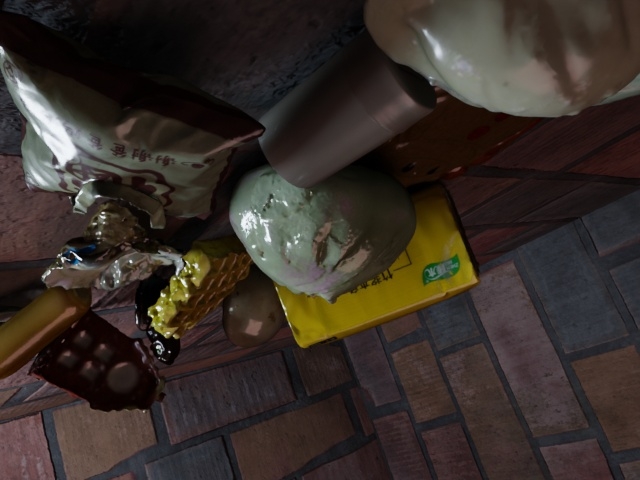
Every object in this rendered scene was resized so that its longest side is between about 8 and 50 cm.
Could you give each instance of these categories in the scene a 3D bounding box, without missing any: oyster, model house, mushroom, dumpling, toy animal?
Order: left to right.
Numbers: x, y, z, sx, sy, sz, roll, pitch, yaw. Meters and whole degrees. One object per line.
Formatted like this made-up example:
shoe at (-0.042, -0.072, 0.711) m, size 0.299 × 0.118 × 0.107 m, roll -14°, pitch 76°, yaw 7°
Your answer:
oyster at (-0.318, 0.024, 0.800) m, size 0.223 × 0.083 × 0.214 m, roll -18°, pitch 162°, yaw 11°
model house at (-0.418, 0.259, 1.067) m, size 0.160 × 0.254 × 0.196 m, roll -62°, pitch -167°, yaw -22°
toy animal at (-0.293, 0.146, 1.054) m, size 0.116 × 0.179 × 0.218 m, roll -20°, pitch 159°, yaw 0°
mushroom at (-0.178, 0.127, 1.181) m, size 0.215 × 0.207 × 0.207 m, roll 11°, pitch 172°, yaw 16°
dumpling at (0.209, -0.215, 0.435) m, size 0.318 × 0.187 × 0.243 m, roll -16°, pitch 170°, yaw -15°

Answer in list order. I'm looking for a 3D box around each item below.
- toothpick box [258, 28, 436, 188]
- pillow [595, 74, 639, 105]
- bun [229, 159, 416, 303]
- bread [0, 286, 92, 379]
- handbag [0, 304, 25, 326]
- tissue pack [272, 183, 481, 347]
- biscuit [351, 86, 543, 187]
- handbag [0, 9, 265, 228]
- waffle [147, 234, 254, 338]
toothpick box at (0.028, -0.146, 0.596) m, size 0.180 × 0.111 × 0.111 m, roll -30°, pitch 162°, yaw 34°
pillow at (0.456, -0.287, 0.589) m, size 0.283 × 0.138 × 0.310 m, roll -31°, pitch 175°, yaw -30°
bun at (0.000, 0.000, 0.806) m, size 0.293 × 0.187 × 0.293 m, roll 2°, pitch 166°, yaw 0°
bread at (-0.497, 0.155, 0.917) m, size 0.239 × 0.074 × 0.092 m, roll -39°, pitch 168°, yaw 2°
handbag at (-0.646, 0.150, 0.875) m, size 0.315 × 0.109 × 0.241 m, roll -25°, pitch 172°, yaw -40°
tissue pack at (0.126, 0.052, 1.121) m, size 0.382 × 0.228 × 0.293 m, roll -24°, pitch 175°, yaw 15°
biscuit at (0.192, -0.165, 0.836) m, size 0.359 × 0.074 × 0.381 m, roll 0°, pitch 152°, yaw -47°
handbag at (-0.180, -0.086, 0.494) m, size 0.213 × 0.127 × 0.235 m, roll 15°, pitch 153°, yaw -17°
waffle at (-0.212, 0.089, 0.983) m, size 0.219 × 0.057 × 0.229 m, roll -53°, pitch 168°, yaw 15°
